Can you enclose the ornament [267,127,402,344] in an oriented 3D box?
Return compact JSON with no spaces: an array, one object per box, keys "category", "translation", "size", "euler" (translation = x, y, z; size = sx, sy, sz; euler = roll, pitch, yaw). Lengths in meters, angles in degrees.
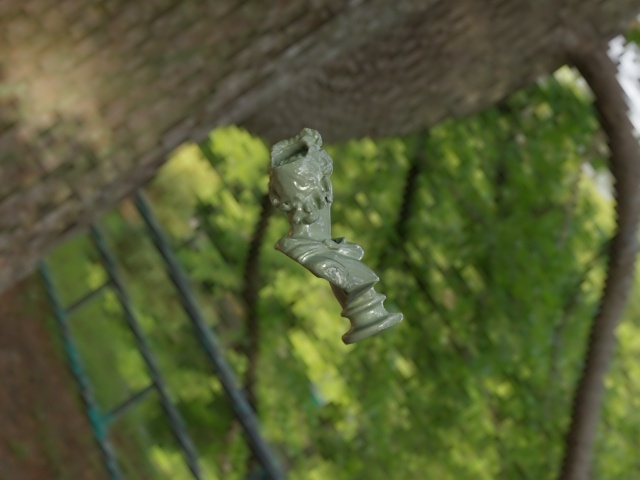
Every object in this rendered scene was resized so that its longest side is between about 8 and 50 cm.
[{"category":"ornament","translation":[0.002,0.003,0.896],"size":[0.068,0.041,0.092],"euler":[-125,-169,-60]}]
